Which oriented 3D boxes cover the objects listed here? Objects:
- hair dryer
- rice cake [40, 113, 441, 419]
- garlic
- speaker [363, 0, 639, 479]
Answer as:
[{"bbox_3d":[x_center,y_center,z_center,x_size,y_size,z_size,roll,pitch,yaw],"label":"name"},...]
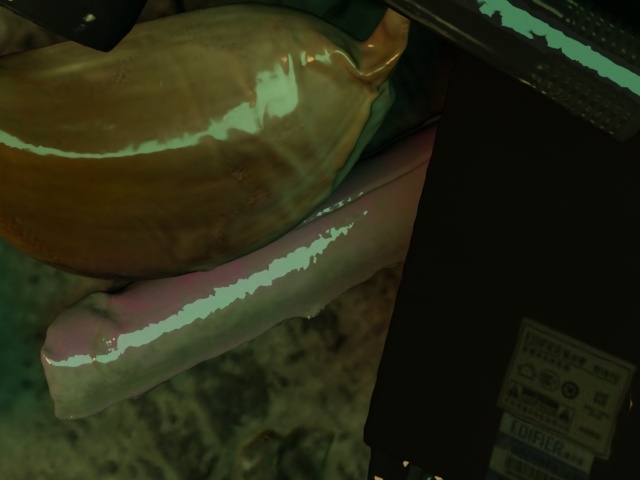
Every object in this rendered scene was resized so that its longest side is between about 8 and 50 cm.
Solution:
[{"bbox_3d":[0.014,-0.076,0.423,0.255,0.070,0.128,32,98,0],"label":"hair dryer"},{"bbox_3d":[0.000,0.000,0.607,0.270,0.049,0.055,-26,107,-9],"label":"rice cake"},{"bbox_3d":[-0.044,-0.049,0.536,0.198,0.128,0.090,-9,62,6],"label":"garlic"},{"bbox_3d":[0.169,0.008,0.551,0.232,0.184,0.254,4,103,-47],"label":"speaker"}]
